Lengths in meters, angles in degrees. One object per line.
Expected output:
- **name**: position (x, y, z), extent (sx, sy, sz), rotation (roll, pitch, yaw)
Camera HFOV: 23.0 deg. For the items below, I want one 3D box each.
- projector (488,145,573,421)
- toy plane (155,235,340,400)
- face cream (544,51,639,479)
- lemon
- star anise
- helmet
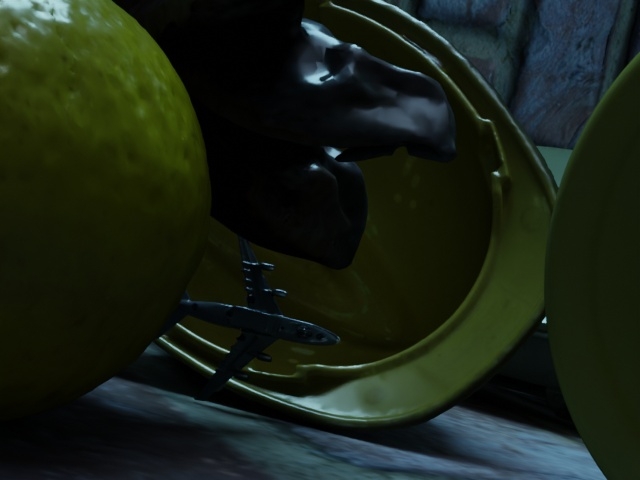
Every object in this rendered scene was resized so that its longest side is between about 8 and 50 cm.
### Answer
- **projector**: position (0.137, 0.022, 0.947), extent (0.269, 0.088, 0.193), rotation (13, 38, 30)
- **toy plane**: position (-0.033, 0.035, 0.690), extent (0.084, 0.078, 0.024), rotation (11, -8, 15)
- **face cream**: position (0.218, 0.019, 0.578), extent (0.218, 0.218, 0.179), rotation (13, 3, 41)
- **lemon**: position (-0.132, -0.022, 0.523), extent (0.170, 0.170, 0.207), rotation (13, 2, 39)
- **star anise**: position (-0.068, -0.096, 0.640), extent (0.282, 0.212, 0.129), rotation (22, 43, 22)
- **helmet**: position (0.000, 0.000, 0.789), extent (0.257, 0.205, 0.140), rotation (42, -13, 21)
